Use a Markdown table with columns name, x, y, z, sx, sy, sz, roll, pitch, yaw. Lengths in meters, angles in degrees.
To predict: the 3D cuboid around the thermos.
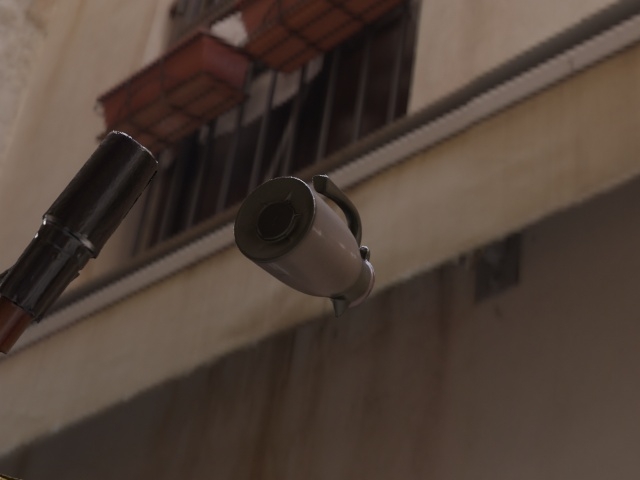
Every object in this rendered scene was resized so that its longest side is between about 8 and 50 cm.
| name | x | y | z | sx | sy | sz | roll | pitch | yaw |
| --- | --- | --- | --- | --- | --- | --- | --- | --- | --- |
| thermos | 0.000 | 0.000 | 1.687 | 0.105 | 0.137 | 0.193 | 0 | -24 | 34 |

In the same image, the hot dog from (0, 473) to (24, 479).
| name | x | y | z | sx | sy | sz | roll | pitch | yaw |
| --- | --- | --- | --- | --- | --- | --- | --- | --- | --- |
| hot dog | -0.551 | 0.437 | 2.309 | 0.270 | 0.163 | 0.082 | 28 | -12 | -36 |

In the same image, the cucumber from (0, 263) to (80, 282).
| name | x | y | z | sx | sy | sz | roll | pitch | yaw |
| --- | --- | --- | --- | --- | --- | --- | --- | --- | --- |
| cucumber | -0.491 | 0.091 | 2.264 | 0.241 | 0.074 | 0.074 | -34 | -46 | -2 |

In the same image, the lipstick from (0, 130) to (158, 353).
| name | x | y | z | sx | sy | sz | roll | pitch | yaw |
| --- | --- | --- | --- | --- | --- | --- | --- | --- | --- |
| lipstick | -0.299 | 0.004 | 1.708 | 0.081 | 0.300 | 0.081 | 30 | -16 | 10 |
